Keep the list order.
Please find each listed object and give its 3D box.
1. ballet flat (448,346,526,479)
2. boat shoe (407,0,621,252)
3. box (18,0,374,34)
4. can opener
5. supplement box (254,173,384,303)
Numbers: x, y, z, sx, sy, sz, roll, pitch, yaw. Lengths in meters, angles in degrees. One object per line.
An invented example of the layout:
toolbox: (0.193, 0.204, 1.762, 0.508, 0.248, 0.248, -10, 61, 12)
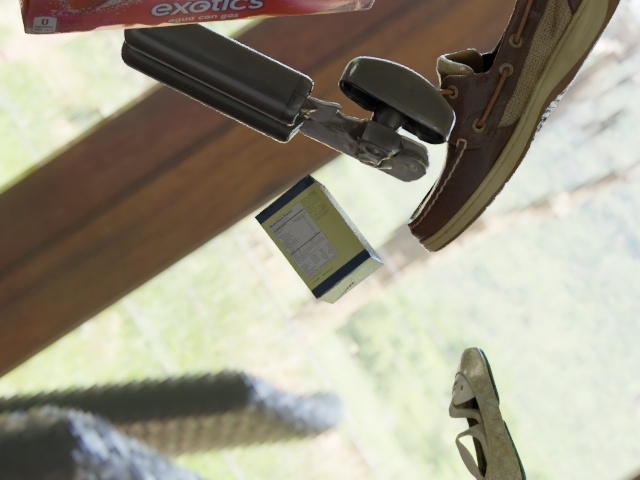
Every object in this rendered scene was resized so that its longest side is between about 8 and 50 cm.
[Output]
ballet flat: (0.150, 0.171, 1.824, 0.057, 0.052, 0.168, 102, -24, -51)
boat shoe: (0.169, -0.149, 1.918, 0.123, 0.342, 0.123, 32, 20, -3)
box: (-0.083, -0.232, 1.301, 0.122, 0.257, 0.128, 116, -36, -60)
can opener: (-0.025, -0.136, 1.613, 0.283, 0.095, 0.076, 27, -21, 0)
supplement box: (0.000, 0.000, 1.522, 0.083, 0.056, 0.083, 53, 4, 9)
